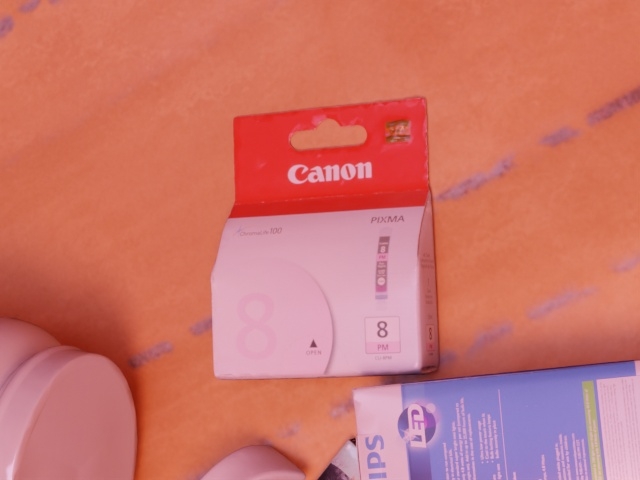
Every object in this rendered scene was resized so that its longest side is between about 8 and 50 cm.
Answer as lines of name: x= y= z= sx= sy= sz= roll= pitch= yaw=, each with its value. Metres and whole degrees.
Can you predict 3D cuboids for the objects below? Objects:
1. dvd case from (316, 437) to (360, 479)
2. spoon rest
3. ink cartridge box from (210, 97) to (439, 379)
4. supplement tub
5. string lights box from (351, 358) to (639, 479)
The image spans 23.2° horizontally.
dvd case: x=0.043 y=0.238 z=1.310 sx=0.119 sy=0.013 sz=0.087 roll=42 pitch=101 yaw=17
spoon rest: x=-0.113 y=0.300 z=1.322 sx=0.137 sy=0.084 sz=0.276 roll=30 pitch=95 yaw=43
ink cartridge box: x=0.000 y=0.000 z=1.322 sx=0.189 sy=0.066 sz=0.232 roll=-4 pitch=89 yaw=22
supplement tub: x=-0.352 y=0.175 z=1.348 sx=0.331 sy=0.241 sz=0.241 roll=7 pitch=89 yaw=22
string lights box: x=0.162 y=0.169 z=1.225 sx=0.259 sy=0.077 sz=0.133 roll=-7 pitch=82 yaw=18
